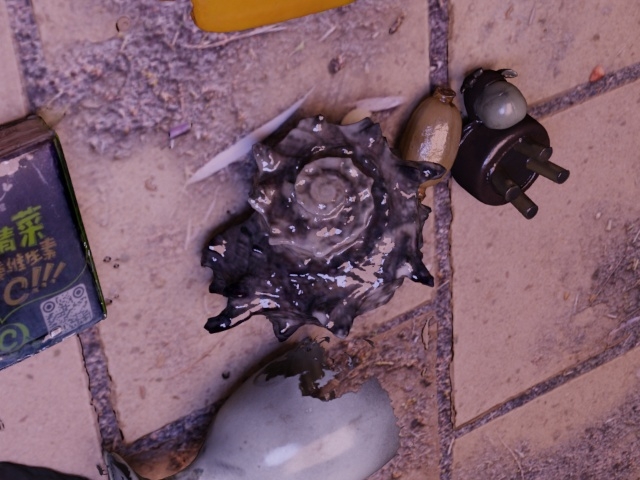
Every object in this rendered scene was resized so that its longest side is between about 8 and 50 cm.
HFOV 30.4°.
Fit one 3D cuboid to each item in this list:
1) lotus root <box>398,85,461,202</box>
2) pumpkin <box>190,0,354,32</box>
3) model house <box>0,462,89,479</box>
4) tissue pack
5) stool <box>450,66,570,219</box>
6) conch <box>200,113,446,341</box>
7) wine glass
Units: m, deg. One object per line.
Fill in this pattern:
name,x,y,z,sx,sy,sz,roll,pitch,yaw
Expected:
lotus root,0.132,-0.113,1.438,0.073,0.062,0.150,-1,115,-37
pumpkin,-0.091,-0.326,0.983,0.256,0.303,0.225,-43,154,-30
model house,-0.313,0.438,1.285,0.190,0.301,0.271,25,100,-36
tissue pack,-0.317,0.012,1.167,0.173,0.073,0.236,-26,129,-22
stool,0.232,-0.122,1.474,0.125,0.121,0.217,-29,135,-18
conch,-0.007,-0.010,1.329,0.313,0.186,0.240,-42,108,16
wine glass,-0.075,0.256,1.424,0.357,0.190,0.190,-27,130,-20
